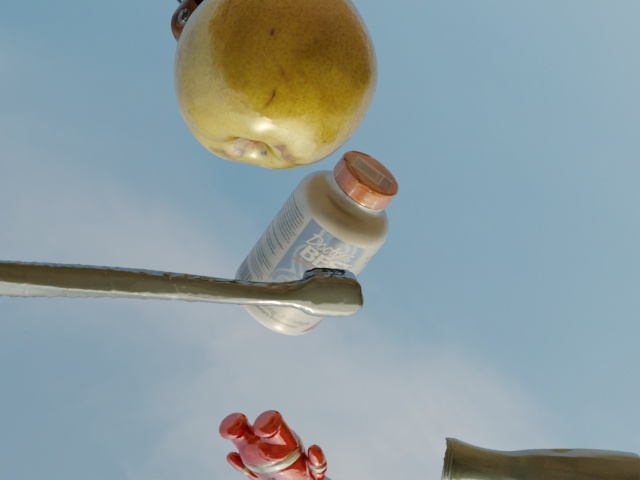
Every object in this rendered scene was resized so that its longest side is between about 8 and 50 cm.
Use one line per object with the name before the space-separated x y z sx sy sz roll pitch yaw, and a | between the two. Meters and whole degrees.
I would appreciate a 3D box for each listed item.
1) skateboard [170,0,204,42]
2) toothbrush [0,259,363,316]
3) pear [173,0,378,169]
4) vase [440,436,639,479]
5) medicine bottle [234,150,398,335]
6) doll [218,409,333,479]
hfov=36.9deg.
skateboard | -0.162 -0.314 1.247 0.067 0.080 0.151 25 -123 -35
toothbrush | -0.121 0.027 0.611 0.297 0.030 0.030 2 -159 -1
pear | -0.043 -0.177 0.971 0.209 0.209 0.208 16 -125 -25
vase | 0.242 0.263 1.061 0.214 0.086 0.086 7 -127 8
medicine bottle | 0.000 0.000 1.460 0.157 0.288 0.157 27 -148 -18
doll | -0.032 0.303 1.193 0.245 0.142 0.076 61 -141 -27
